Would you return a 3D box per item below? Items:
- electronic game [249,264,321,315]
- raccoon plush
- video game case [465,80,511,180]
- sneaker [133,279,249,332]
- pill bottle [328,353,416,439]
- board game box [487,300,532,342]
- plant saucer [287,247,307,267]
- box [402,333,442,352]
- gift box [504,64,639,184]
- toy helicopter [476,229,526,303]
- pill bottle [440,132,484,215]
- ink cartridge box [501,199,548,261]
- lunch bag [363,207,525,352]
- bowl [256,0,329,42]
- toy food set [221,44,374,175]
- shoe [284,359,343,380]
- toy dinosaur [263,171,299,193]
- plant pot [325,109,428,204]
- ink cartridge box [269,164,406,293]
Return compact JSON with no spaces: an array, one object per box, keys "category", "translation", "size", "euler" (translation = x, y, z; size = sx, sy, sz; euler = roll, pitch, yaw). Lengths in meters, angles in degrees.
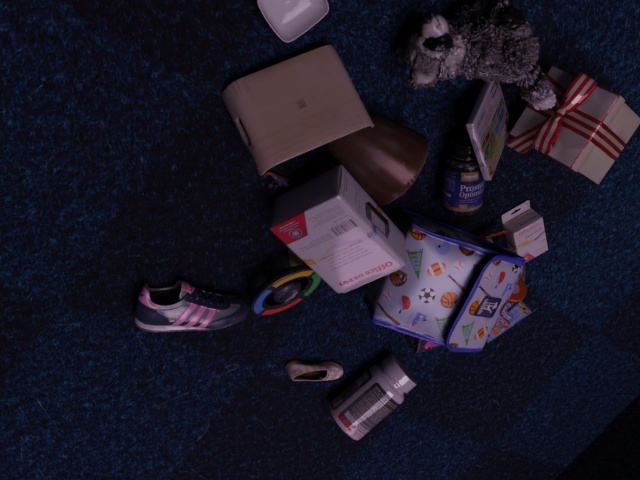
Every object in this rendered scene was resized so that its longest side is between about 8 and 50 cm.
[{"category":"electronic game","translation":[-0.097,0.144,1.935],"size":[0.229,0.048,0.229],"euler":[-26,156,-13]},{"category":"raccoon plush","translation":[0.396,-0.410,1.707],"size":[0.299,0.216,0.446],"euler":[-35,118,12]},{"category":"video game case","translation":[0.467,-0.317,1.875],"size":[0.227,0.026,0.206],"euler":[-62,139,-32]},{"category":"sneaker","translation":[-0.339,0.168,1.838],"size":[0.319,0.112,0.131],"euler":[-4,126,-26]},{"category":"pill bottle","translation":[0.180,0.530,2.315],"size":[0.283,0.161,0.161],"euler":[-42,130,5]},{"category":"board game box","translation":[0.630,0.264,2.423],"size":[0.194,0.060,0.194],"euler":[-45,130,7]},{"category":"plant saucer","translation":[0.000,0.000,1.934],"size":[0.188,0.045,0.188],"euler":[-18,128,-15]},{"category":"box","translation":[0.402,0.249,2.244],"size":[0.247,0.142,0.163],"euler":[-10,125,-20]},{"category":"gift box","translation":[0.697,-0.326,1.926],"size":[0.258,0.276,0.255],"euler":[14,106,-50]},{"category":"toy helicopter","translation":[0.473,0.073,2.140],"size":[0.355,0.140,0.235],"euler":[7,77,-6]},{"category":"pill bottle","translation":[0.413,-0.192,1.957],"size":[0.122,0.123,0.219],"euler":[-15,126,-17]},{"category":"ink cartridge box","translation":[0.673,-0.025,2.240],"size":[0.115,0.067,0.198],"euler":[-30,130,-4]},{"category":"lunch bag","translation":[0.366,0.130,1.980],"size":[0.385,0.239,0.328],"euler":[20,105,-9]},{"category":"bowl","translation":[-0.069,-0.537,1.524],"size":[0.142,0.053,0.142],"euler":[-38,131,1]},{"category":"toy food set","translation":[-0.051,-0.311,1.617],"size":[0.306,0.092,0.220],"euler":[-25,86,-11]},{"category":"shoe","translation":[-0.014,0.435,2.218],"size":[0.219,0.058,0.076],"euler":[10,117,-32]},{"category":"toy dinosaur","translation":[-0.112,-0.160,1.786],"size":[0.090,0.047,0.082],"euler":[-54,126,-29]},{"category":"plant pot","translation":[0.120,-0.242,1.743],"size":[0.230,0.215,0.215],"euler":[32,104,-23]},{"category":"ink cartridge box","translation":[0.049,-0.022,1.779],"size":[0.226,0.131,0.306],"euler":[-24,130,28]}]
